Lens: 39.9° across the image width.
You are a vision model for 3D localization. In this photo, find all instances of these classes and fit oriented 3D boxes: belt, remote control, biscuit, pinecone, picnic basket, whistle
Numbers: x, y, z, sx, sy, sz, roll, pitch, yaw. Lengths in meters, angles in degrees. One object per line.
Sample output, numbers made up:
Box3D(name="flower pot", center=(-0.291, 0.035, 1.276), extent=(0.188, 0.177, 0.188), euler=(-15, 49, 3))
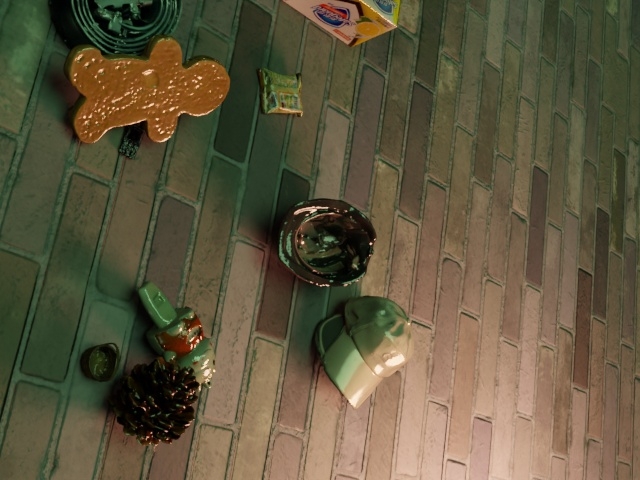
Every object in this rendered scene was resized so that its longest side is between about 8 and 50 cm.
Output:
Box3D(name="belt", center=(-0.386, -0.455, 1.718), extent=(0.267, 0.116, 0.206), euler=(-34, 110, -39))
Box3D(name="remote control", center=(-0.373, -0.208, 1.756), extent=(0.039, 0.014, 0.096), euler=(32, 62, -35))
Box3D(name="biscuit", center=(-0.332, -0.294, 1.711), extent=(0.339, 0.047, 0.216), euler=(-17, 129, -33))
Box3D(name="pinecone", center=(-0.297, 0.291, 1.627), extent=(0.173, 0.173, 0.173), euler=(11, 75, -43))
Box3D(name="picnic basket", center=(-0.390, 0.222, 1.603), extent=(0.072, 0.083, 0.072), euler=(12, 73, -42))
Box3D(name="whistle", center=(-0.276, 0.188, 1.717), extent=(0.253, 0.106, 0.102), euler=(60, 7, -17))

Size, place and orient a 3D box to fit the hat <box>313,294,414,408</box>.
Box3D(name="hat", center=(0.113, 0.254, 2.047), extent=(0.232, 0.161, 0.275), euler=(52, 54, -19))

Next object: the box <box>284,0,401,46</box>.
Box3D(name="box", center=(0.051, -0.594, 2.146), extent=(0.265, 0.168, 0.097), euler=(26, 63, -41))

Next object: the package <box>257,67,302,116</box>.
Box3D(name="package", center=(-0.091, -0.343, 2.050), extent=(0.120, 0.031, 0.108), euler=(0, 82, -39))

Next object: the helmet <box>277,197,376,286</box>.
Box3D(name="helmet", center=(0.000, 0.000, 1.991), extent=(0.253, 0.154, 0.198), euler=(15, 91, -23))
